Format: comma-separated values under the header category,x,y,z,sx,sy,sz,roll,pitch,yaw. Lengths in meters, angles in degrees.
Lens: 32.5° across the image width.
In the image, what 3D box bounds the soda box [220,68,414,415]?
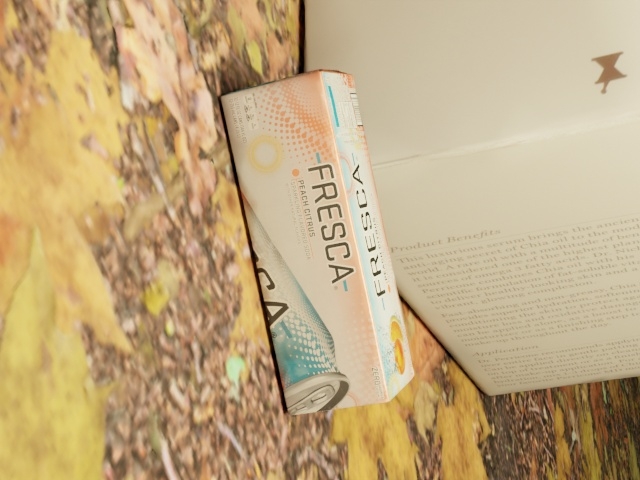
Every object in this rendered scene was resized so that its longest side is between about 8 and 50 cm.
category,x,y,z,sx,sy,sz,roll,pitch,yaw
soda box,0.000,0.000,0.612,0.058,0.063,0.183,-18,96,-70

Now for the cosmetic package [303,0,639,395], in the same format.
category,x,y,z,sx,sy,sz,roll,pitch,yaw
cosmetic package,0.175,-0.030,0.864,0.453,0.230,0.161,48,36,-57
